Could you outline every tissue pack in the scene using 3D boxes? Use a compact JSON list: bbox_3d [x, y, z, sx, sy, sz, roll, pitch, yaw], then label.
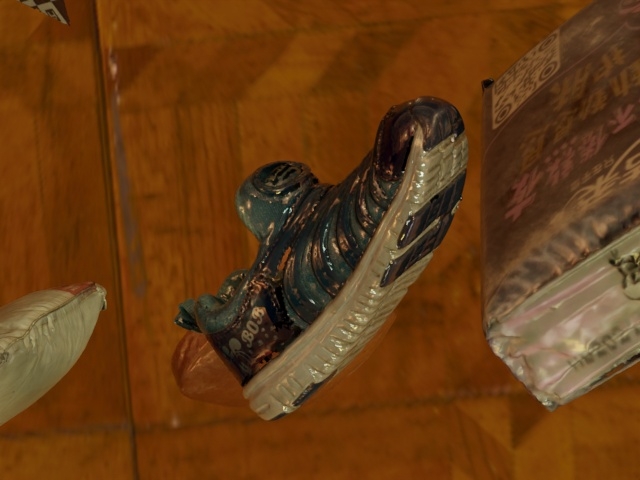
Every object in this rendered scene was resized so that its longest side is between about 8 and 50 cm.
[{"bbox_3d":[0.232,-0.065,1.447,0.259,0.361,0.122,-36,114,22],"label":"tissue pack"}]

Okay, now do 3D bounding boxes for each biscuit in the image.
[{"bbox_3d":[-0.010,0.066,1.490,0.186,0.192,0.036,-41,61,22],"label":"biscuit"}]

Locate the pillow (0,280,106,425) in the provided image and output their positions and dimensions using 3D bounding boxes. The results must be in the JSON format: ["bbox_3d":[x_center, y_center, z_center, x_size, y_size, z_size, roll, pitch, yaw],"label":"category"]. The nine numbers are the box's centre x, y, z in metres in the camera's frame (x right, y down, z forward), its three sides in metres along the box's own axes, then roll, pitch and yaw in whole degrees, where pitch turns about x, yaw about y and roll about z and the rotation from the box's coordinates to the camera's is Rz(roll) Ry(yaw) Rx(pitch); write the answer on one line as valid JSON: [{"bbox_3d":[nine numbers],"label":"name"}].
[{"bbox_3d":[-0.199,0.092,0.886,0.229,0.128,0.051,-34,89,17],"label":"pillow"}]

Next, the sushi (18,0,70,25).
[{"bbox_3d":[-0.258,-0.252,1.690,0.026,0.120,0.126,-37,144,24],"label":"sushi"}]

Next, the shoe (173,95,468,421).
[{"bbox_3d":[0.000,0.000,1.060,0.106,0.091,0.207,43,119,7],"label":"shoe"}]
